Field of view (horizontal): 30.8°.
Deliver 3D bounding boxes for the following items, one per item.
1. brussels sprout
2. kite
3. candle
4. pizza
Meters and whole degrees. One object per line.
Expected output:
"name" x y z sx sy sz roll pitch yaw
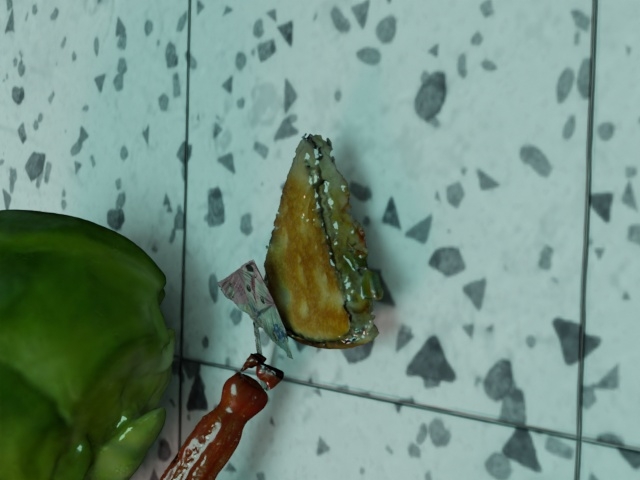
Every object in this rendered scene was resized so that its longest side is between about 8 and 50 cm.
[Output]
"brussels sprout" -0.314 0.152 1.222 0.276 0.315 0.371 -99 17 -75
"kite" -0.063 0.078 1.115 0.137 0.005 0.152 42 141 42
"candle" -0.142 0.246 1.112 0.048 0.051 0.329 37 96 17
"pizza" 0.000 0.000 1.055 0.185 0.052 0.195 11 103 53
